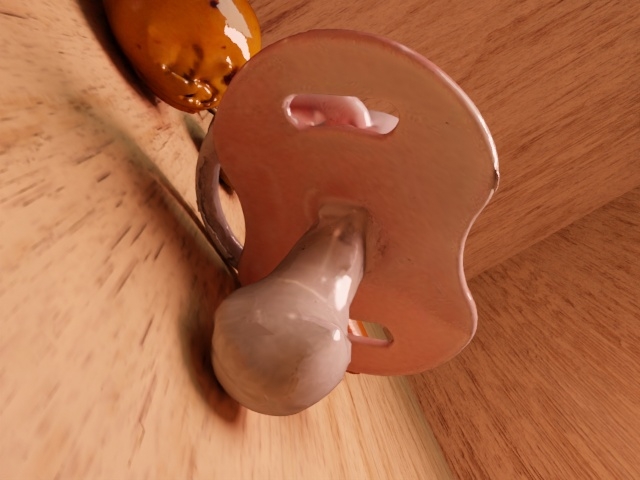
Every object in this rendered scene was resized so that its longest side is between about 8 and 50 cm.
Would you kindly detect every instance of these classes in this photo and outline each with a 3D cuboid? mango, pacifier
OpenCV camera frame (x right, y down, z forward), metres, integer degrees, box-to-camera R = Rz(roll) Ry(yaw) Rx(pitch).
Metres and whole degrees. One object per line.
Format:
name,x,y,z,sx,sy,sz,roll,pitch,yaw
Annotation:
mango,-0.174,-0.273,0.629,0.287,0.152,0.201,57,17,23
pacifier,0.013,0.006,0.440,0.273,0.220,0.332,-114,-163,-54

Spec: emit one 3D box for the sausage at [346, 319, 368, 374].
sausage,0.023,0.122,0.861,0.198,0.076,0.076,62,4,14

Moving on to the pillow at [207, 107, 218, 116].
pillow,-0.244,-0.330,0.897,0.212,0.052,0.208,58,-3,41

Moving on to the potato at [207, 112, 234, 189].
potato,-0.103,-0.133,0.776,0.137,0.137,0.176,60,-18,-12
